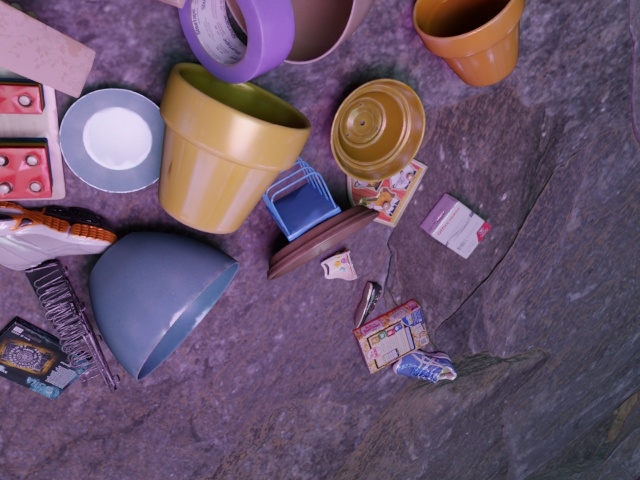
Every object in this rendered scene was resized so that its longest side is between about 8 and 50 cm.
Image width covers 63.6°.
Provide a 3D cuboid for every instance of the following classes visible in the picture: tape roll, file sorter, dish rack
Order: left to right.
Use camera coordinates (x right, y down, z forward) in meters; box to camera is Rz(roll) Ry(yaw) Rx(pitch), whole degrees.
[{"bbox_3d":[-0.461,0.164,0.965,0.074,0.272,0.208,-27,125,-24],"label":"dish rack"},{"bbox_3d":[-0.139,-0.361,0.844,0.080,0.189,0.188,-42,131,-37],"label":"tape roll"},{"bbox_3d":[-0.058,-0.099,1.052,0.118,0.170,0.104,-31,122,-6],"label":"file sorter"}]

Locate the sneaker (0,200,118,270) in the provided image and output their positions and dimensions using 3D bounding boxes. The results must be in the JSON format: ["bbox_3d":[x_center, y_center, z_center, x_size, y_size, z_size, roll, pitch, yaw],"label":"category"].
[{"bbox_3d":[-0.519,0.003,0.961,0.263,0.099,0.120,9,120,-19],"label":"sneaker"}]

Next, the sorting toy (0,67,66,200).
[{"bbox_3d":[-0.568,-0.174,0.837,0.256,0.089,0.256,-4,118,-22],"label":"sorting toy"}]

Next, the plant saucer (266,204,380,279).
[{"bbox_3d":[0.000,0.000,1.106,0.278,0.278,0.041,-30,86,-6],"label":"plant saucer"}]

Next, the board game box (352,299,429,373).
[{"bbox_3d":[0.199,0.268,1.434,0.194,0.045,0.146,-25,124,-9],"label":"board game box"}]

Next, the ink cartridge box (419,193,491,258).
[{"bbox_3d":[0.347,-0.036,1.325,0.151,0.063,0.109,30,102,-32],"label":"ink cartridge box"}]

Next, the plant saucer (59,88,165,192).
[{"bbox_3d":[-0.371,-0.184,0.949,0.195,0.037,0.194,-11,121,-18],"label":"plant saucer"}]

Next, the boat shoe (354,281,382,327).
[{"bbox_3d":[0.123,0.172,1.348,0.042,0.049,0.132,14,106,-20],"label":"boat shoe"}]

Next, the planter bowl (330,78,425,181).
[{"bbox_3d":[0.106,-0.239,1.095,0.218,0.090,0.217,-10,119,-19],"label":"planter bowl"}]

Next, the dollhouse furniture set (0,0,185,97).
[{"bbox_3d":[-0.376,-0.426,0.660,0.362,0.257,0.393,13,103,-65],"label":"dollhouse furniture set"}]

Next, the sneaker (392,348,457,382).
[{"bbox_3d":[0.309,0.371,1.516,0.212,0.081,0.080,3,116,-23],"label":"sneaker"}]

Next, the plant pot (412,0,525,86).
[{"bbox_3d":[0.315,-0.420,1.040,0.205,0.205,0.188,-45,139,4],"label":"plant pot"}]

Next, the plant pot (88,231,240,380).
[{"bbox_3d":[-0.325,0.094,1.004,0.195,0.290,0.290,39,98,2],"label":"plant pot"}]

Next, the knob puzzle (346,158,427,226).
[{"bbox_3d":[0.144,-0.129,1.208,0.213,0.030,0.212,-10,120,-18],"label":"knob puzzle"}]

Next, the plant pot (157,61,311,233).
[{"bbox_3d":[-0.178,-0.154,0.930,0.254,0.254,0.238,14,117,-29],"label":"plant pot"}]

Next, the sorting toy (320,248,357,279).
[{"bbox_3d":[0.041,0.061,1.260,0.075,0.044,0.083,-20,123,-4],"label":"sorting toy"}]

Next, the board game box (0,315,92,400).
[{"bbox_3d":[-0.600,0.252,1.089,0.126,0.026,0.186,-43,125,3],"label":"board game box"}]

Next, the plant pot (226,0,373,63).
[{"bbox_3d":[-0.007,-0.463,0.849,0.191,0.284,0.283,-42,132,-37],"label":"plant pot"}]
